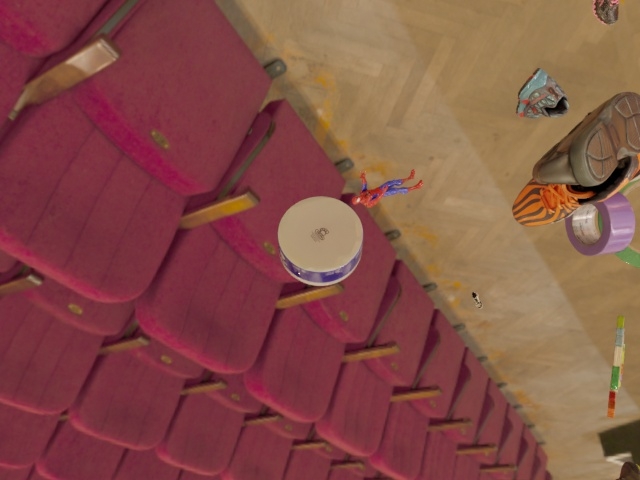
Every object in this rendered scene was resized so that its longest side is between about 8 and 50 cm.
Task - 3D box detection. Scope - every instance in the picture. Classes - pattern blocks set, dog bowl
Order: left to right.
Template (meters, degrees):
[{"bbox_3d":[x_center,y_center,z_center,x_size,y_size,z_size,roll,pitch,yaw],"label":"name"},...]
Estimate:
[{"bbox_3d":[0.000,0.000,1.602,0.264,0.265,0.104,5,154,2],"label":"dog bowl"},{"bbox_3d":[0.849,0.359,1.485,0.026,0.286,0.325,6,173,30],"label":"pattern blocks set"}]

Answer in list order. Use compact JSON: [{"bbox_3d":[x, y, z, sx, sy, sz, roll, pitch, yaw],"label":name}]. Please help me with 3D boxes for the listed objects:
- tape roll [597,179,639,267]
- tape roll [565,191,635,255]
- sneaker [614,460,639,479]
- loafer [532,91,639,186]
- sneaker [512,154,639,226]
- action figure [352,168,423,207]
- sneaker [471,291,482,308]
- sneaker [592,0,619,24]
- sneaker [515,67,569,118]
[{"bbox_3d":[1.004,-0.070,1.539,0.321,0.321,0.077,-18,170,30],"label":"tape roll"},{"bbox_3d":[0.802,-0.052,1.498,0.080,0.189,0.189,-7,145,-10],"label":"tape roll"},{"bbox_3d":[0.969,0.831,1.701,0.121,0.300,0.111,35,137,21],"label":"sneaker"},{"bbox_3d":[0.398,-0.148,0.755,0.084,0.267,0.096,-9,107,51],"label":"loafer"},{"bbox_3d":[0.517,-0.114,1.099,0.180,0.125,0.321,-20,167,-42],"label":"sneaker"},{"bbox_3d":[0.243,-0.210,1.914,0.280,0.091,0.139,-23,148,-13],"label":"action figure"},{"bbox_3d":[0.697,0.268,2.324,0.032,0.083,0.037,-33,141,21],"label":"sneaker"},{"bbox_3d":[0.557,-0.477,0.996,0.047,0.057,0.119,-21,105,-11],"label":"sneaker"},{"bbox_3d":[0.615,-0.371,1.428,0.104,0.125,0.262,-51,161,15],"label":"sneaker"}]
